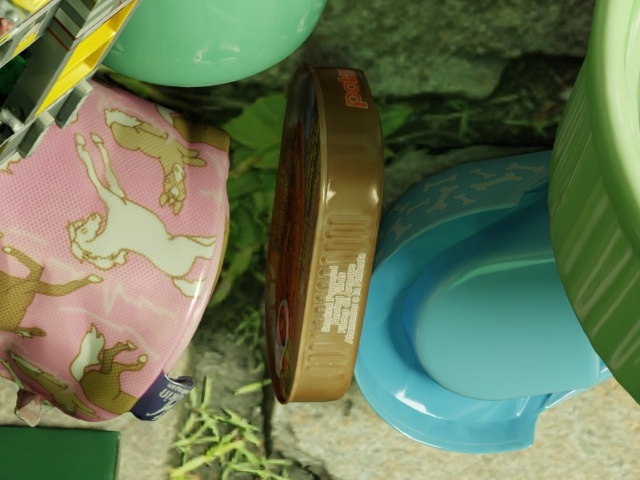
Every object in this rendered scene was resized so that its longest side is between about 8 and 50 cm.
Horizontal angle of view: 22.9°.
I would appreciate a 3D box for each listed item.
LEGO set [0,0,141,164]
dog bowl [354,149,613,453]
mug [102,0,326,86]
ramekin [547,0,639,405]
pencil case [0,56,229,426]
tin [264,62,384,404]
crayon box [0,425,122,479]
[{"bbox_3d":[-0.214,-0.118,0.576,0.331,0.255,0.192,54,149,2],"label":"LEGO set"},{"bbox_3d":[0.159,0.021,0.866,0.297,0.074,0.166,-9,125,0],"label":"dog bowl"},{"bbox_3d":[-0.065,-0.138,0.714,0.129,0.158,0.097,-19,136,-20],"label":"mug"},{"bbox_3d":[0.249,-0.029,0.707,0.303,0.303,0.148,2,157,-7],"label":"ramekin"},{"bbox_3d":[-0.235,-0.033,0.741,0.386,0.167,0.160,20,160,-18],"label":"pencil case"},{"bbox_3d":[0.000,0.000,0.815,0.040,0.106,0.190,3,124,-8],"label":"tin"},{"bbox_3d":[-0.292,0.275,0.972,0.313,0.106,0.363,5,123,-8],"label":"crayon box"}]
